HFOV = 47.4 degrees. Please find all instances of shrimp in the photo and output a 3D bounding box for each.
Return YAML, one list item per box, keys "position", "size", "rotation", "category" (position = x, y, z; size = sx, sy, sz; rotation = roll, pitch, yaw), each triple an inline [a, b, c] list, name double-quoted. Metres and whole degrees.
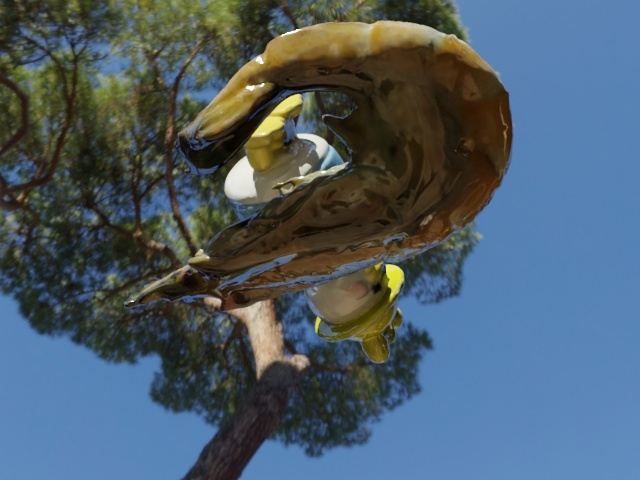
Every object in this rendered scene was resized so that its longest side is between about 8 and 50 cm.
- position: [-0.013, -0.041, 0.415]
  size: [0.254, 0.059, 0.145]
  rotation: [-16, -74, 3]
  category: "shrimp"

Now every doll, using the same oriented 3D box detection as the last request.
- position: [0.001, -0.001, 0.609]
  size: [0.098, 0.135, 0.241]
  rotation: [-31, -67, 6]
  category: "doll"
